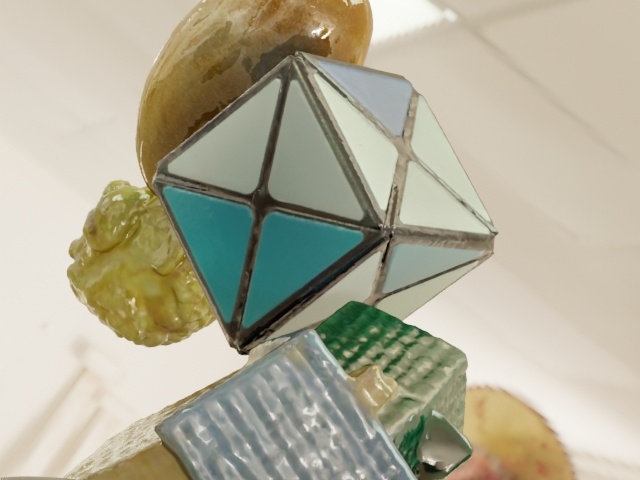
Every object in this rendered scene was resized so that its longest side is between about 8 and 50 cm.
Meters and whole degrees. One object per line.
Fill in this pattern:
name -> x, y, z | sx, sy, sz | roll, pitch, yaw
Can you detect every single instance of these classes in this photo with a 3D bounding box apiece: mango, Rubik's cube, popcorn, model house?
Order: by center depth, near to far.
model house -> 0.001, 0.247, 1.797 | 0.334, 0.343, 0.382 | 56, 28, -5
Rubik's cube -> 0.005, -0.035, 2.067 | 0.250, 0.248, 0.246 | 5, 51, -54
mango -> -0.089, -0.203, 2.328 | 0.221, 0.384, 0.199 | 39, 18, -8
popcorn -> -0.223, 0.033, 2.513 | 0.256, 0.195, 0.255 | 8, -66, 42

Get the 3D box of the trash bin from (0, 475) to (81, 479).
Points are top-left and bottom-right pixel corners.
trash bin -> -0.230, 0.292, 1.437 | 0.209, 0.182, 0.290 | 1, 10, -4
